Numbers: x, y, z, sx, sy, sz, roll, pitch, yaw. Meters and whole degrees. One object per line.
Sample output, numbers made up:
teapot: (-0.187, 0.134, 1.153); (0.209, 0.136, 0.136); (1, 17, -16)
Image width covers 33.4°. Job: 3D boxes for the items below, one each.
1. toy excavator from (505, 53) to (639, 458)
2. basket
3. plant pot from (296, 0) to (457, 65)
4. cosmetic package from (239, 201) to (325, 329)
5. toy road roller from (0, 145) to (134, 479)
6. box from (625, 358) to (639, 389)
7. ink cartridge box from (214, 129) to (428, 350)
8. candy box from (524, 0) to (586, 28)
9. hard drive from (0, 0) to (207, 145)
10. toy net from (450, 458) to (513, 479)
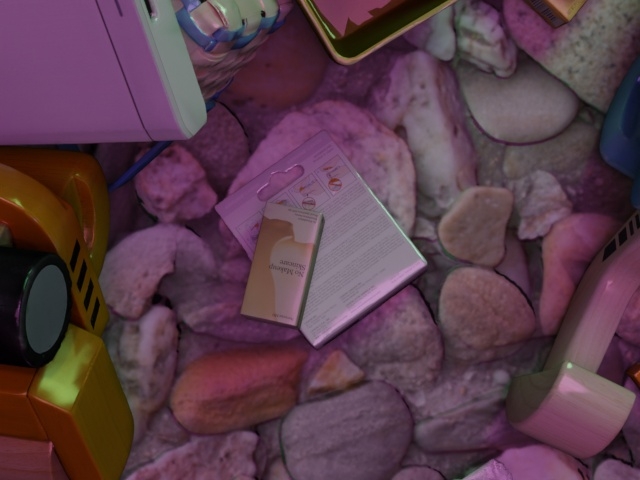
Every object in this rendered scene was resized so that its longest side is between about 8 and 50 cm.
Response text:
toy excavator: (0.353, -0.049, 1.037); (0.222, 0.445, 0.433); (25, 48, -5)
basket: (-0.184, -0.200, 0.975); (0.289, 0.201, 0.254); (-27, 98, 31)
plant pot: (0.043, -0.292, 1.001); (0.212, 0.187, 0.212); (-32, 94, -5)
cosmetic package: (-0.037, 0.025, 1.043); (0.060, 0.041, 0.115); (10, 80, 6)
toy road roller: (-0.279, 0.060, 0.969); (0.203, 0.240, 0.329); (6, 136, 12)
box: (0.402, 0.128, 1.128); (0.136, 0.028, 0.081); (-40, 95, -2)
ink cartridge box: (0.000, 0.000, 1.088); (0.145, 0.045, 0.179); (-36, 76, -3)
candy box: (0.213, -0.320, 1.085); (0.187, 0.053, 0.109); (41, 88, -4)
hard drive: (-0.281, -0.185, 0.863); (0.353, 0.047, 0.233); (2, 125, 28)
toy net: (0.114, 0.321, 1.098); (0.122, 0.045, 0.232); (29, 87, -4)
